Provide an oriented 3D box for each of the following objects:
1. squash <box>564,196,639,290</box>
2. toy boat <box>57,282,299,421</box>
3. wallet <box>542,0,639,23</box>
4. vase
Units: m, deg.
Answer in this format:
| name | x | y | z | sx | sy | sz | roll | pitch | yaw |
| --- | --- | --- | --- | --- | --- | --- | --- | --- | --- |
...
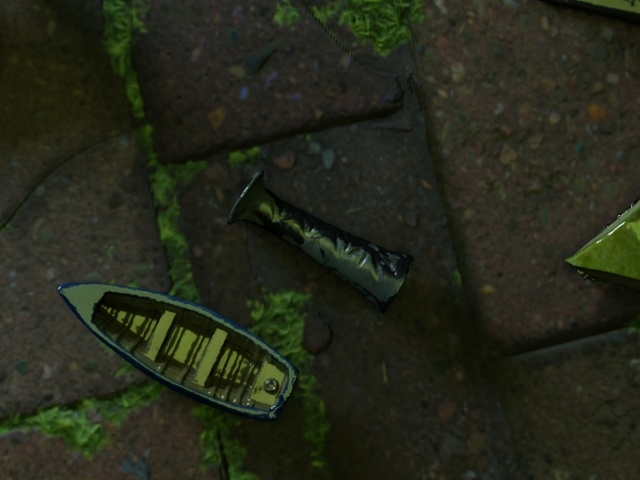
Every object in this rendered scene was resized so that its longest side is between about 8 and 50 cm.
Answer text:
| name | x | y | z | sx | sy | sz | roll | pitch | yaw |
| --- | --- | --- | --- | --- | --- | --- | --- | --- | --- |
| squash | 0.366 | 0.060 | 1.103 | 0.169 | 0.093 | 0.252 | -40 | 88 | -4 |
| toy boat | -0.130 | 0.092 | 1.122 | 0.229 | 0.046 | 0.080 | 24 | 88 | 1 |
| wallet | 0.278 | -0.246 | 1.155 | 0.156 | 0.018 | 0.082 | 15 | 87 | 1 |
| vase | 0.000 | 0.000 | 1.121 | 0.167 | 0.059 | 0.059 | 30 | 87 | 1 |
